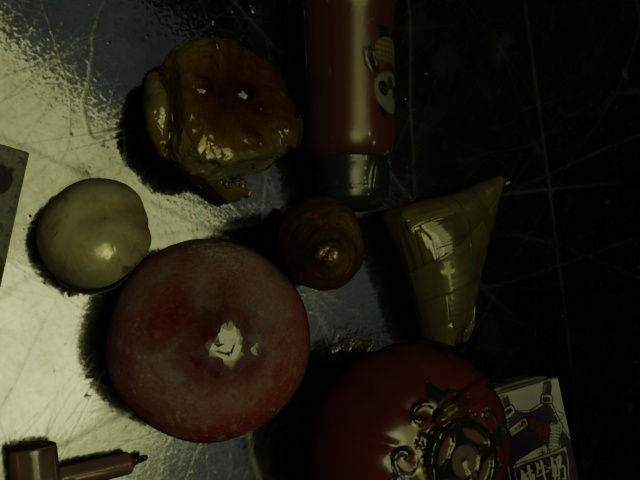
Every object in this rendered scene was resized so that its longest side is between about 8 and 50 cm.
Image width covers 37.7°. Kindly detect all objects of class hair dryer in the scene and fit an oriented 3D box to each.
[{"bbox_3d":[-0.311,0.311,1.224,0.181,0.064,0.117,-7,89,-31],"label":"hair dryer"}]

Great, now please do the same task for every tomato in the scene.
[{"bbox_3d":[-0.141,0.130,1.224,0.270,0.227,0.270,3,81,-17],"label":"tomato"}]

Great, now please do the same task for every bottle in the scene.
[{"bbox_3d":[0.043,-0.210,1.396,0.144,0.144,0.336,0,88,-26],"label":"bottle"}]

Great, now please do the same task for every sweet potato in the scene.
[{"bbox_3d":[0.002,0.002,1.248,0.131,0.336,0.131,0,89,-8],"label":"sweet potato"}]

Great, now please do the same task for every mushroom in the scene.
[{"bbox_3d":[-0.293,-0.005,1.229,0.154,0.122,0.154,-4,63,8],"label":"mushroom"}]

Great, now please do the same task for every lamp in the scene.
[{"bbox_3d":[0.127,0.295,1.324,0.303,0.257,0.303,3,84,-28],"label":"lamp"}]

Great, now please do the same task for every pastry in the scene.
[{"bbox_3d":[-0.132,-0.176,1.297,0.229,0.100,0.218,24,55,-23],"label":"pastry"}]

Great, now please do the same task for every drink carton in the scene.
[{"bbox_3d":[0.322,0.336,1.502,0.134,0.102,0.222,-11,89,-24],"label":"drink carton"}]

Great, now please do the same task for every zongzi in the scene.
[{"bbox_3d":[0.234,0.026,1.490,0.256,0.115,0.228,-21,99,-36],"label":"zongzi"}]

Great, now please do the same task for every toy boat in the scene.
[{"bbox_3d":[-0.161,-0.103,1.334,0.149,0.047,0.049,38,71,-18],"label":"toy boat"}]

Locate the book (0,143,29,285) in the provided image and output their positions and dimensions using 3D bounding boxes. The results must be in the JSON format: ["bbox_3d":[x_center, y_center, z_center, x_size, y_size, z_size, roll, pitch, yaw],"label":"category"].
[{"bbox_3d":[-0.493,0.010,1.153,0.217,0.021,0.310,16,78,-39],"label":"book"}]
